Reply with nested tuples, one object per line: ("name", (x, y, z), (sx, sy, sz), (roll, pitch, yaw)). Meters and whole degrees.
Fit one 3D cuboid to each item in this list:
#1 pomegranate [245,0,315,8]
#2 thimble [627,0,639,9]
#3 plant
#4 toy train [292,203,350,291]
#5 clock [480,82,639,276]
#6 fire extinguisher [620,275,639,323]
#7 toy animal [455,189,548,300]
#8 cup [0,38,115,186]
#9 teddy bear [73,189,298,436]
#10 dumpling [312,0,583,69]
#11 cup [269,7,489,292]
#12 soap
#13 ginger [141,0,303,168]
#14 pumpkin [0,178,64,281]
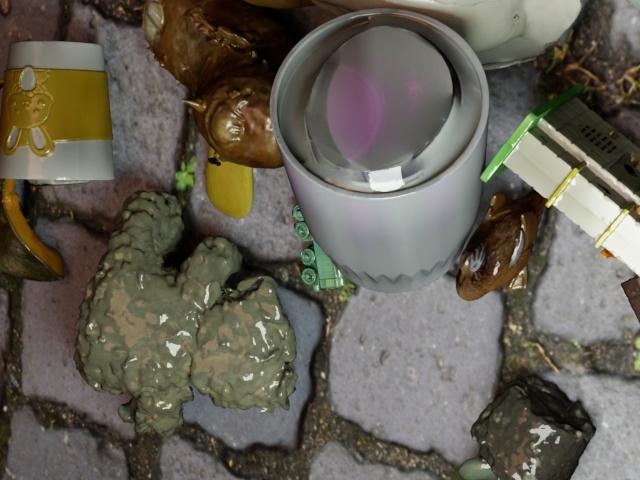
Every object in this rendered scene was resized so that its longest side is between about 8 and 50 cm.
("pomegranate", (-0.035, -0.435, 1.873), (0.264, 0.264, 0.264), (6, 102, 31))
("thimble", (0.458, -0.376, 1.625), (0.288, 0.167, 0.254), (13, 106, 31))
("plant", (0.250, 0.319, 1.893), (0.146, 0.149, 0.274), (40, 115, 38))
("toy train", (0.000, 0.000, 2.054), (0.071, 0.038, 0.147), (-8, 94, 30))
("clock", (0.351, -0.057, 1.725), (0.255, 0.220, 0.106), (42, 119, 11))
("fire extinguisher", (0.473, 0.156, 1.770), (0.089, 0.072, 0.267), (-24, 84, -4))
("toy animal", (0.234, -0.004, 1.833), (0.089, 0.179, 0.188), (33, 88, 21))
("cup", (-0.436, -0.195, 2.204), (0.241, 0.185, 0.226), (3, 95, 18))
("teddy bear", (-0.190, 0.144, 2.131), (0.368, 0.224, 0.357), (22, 108, 11))
("dumpling", (0.129, -0.306, 1.787), (0.260, 0.341, 0.181), (113, 144, -59))
("cup", (0.080, -0.095, 1.768), (0.253, 0.371, 0.253), (-2, 65, 4))
("soap", (-0.135, -0.108, 2.101), (0.089, 0.033, 0.168), (21, 128, 25))
("ginger", (-0.127, -0.241, 1.980), (0.418, 0.254, 0.176), (46, 124, 23))
("pumpkin", (-0.564, -0.065, 2.362), (0.290, 0.095, 0.258), (5, 105, 35))
